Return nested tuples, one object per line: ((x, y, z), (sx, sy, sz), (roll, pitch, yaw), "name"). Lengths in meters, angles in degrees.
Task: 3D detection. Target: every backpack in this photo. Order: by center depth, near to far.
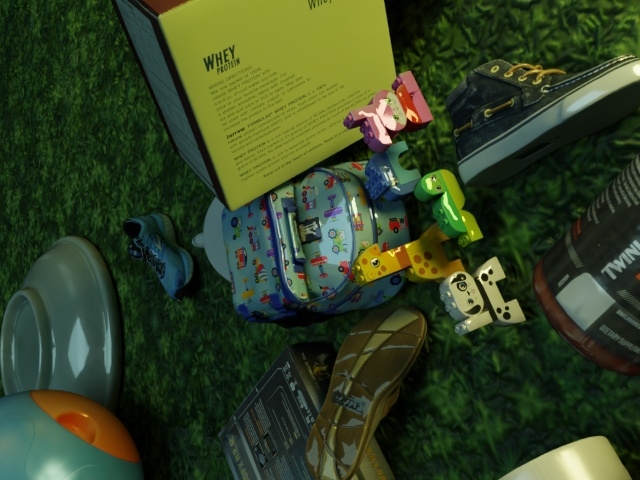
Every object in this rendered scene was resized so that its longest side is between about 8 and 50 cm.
((0.000, 0.000, 0.775), (0.173, 0.117, 0.158), (-18, 75, 47), "backpack")

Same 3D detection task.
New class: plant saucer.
((-0.466, 0.189, 1.359), (0.400, 0.100, 0.400), (-5, 84, 51), "plant saucer")

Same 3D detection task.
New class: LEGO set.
((0.068, -0.013, 0.671), (0.227, 0.093, 0.087), (66, 159, 10), "LEGO set")

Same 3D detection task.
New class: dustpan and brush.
((-0.111, -0.007, 0.970), (0.211, 0.060, 0.147), (-6, 82, 44), "dustpan and brush")

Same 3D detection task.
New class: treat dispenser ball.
((-0.390, 0.352, 1.104), (0.288, 0.288, 0.288), (-4, 85, 51), "treat dispenser ball")

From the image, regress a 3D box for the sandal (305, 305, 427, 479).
((0.044, 0.143, 0.744), (0.072, 0.049, 0.180), (21, 83, 35), "sandal")

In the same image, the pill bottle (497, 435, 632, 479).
((0.197, 0.248, 0.509), (0.121, 0.121, 0.221), (-50, 52, 37), "pill bottle")

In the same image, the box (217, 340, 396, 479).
((-0.010, 0.250, 0.819), (0.183, 0.056, 0.231), (-55, 49, 35), "box")

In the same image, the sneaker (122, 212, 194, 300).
((-0.228, 0.024, 1.089), (0.162, 0.073, 0.063), (51, 126, 39), "sneaker")

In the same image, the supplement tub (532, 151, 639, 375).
((0.230, -0.012, 0.494), (0.198, 0.106, 0.106), (-56, 48, 34), "supplement tub")

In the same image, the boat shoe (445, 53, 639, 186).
((0.165, -0.112, 0.610), (0.183, 0.065, 0.083), (-30, 69, 49), "boat shoe")

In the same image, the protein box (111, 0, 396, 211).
((-0.055, -0.177, 0.723), (0.136, 0.200, 0.201), (44, 159, 43), "protein box")
